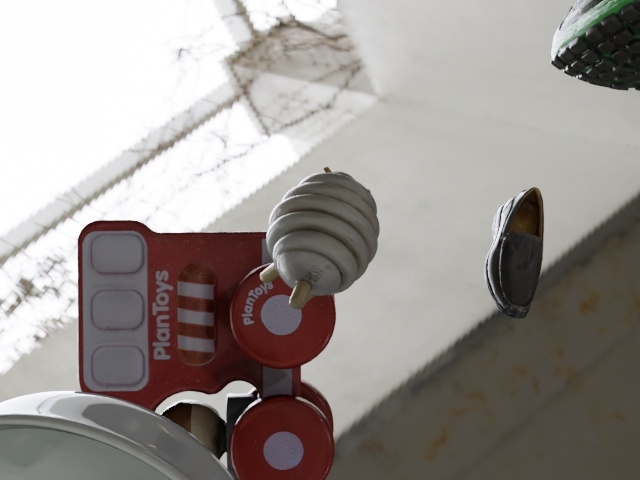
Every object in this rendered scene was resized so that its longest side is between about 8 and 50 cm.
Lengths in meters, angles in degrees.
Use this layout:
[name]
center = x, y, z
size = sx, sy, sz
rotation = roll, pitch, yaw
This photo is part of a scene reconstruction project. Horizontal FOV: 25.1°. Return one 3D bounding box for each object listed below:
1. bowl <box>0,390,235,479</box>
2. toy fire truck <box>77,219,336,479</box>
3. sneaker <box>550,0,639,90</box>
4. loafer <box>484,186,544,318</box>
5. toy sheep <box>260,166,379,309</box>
[bowl]
center = -0.159, 0.216, 1.017
size = 0.297, 0.134, 0.298
rotation = 6, -62, 11
[toy fire truck]
center = -0.112, 0.131, 1.393
size = 0.253, 0.169, 0.302
rotation = 1, -88, 0
[sneaker]
center = 0.325, -0.255, 1.256
size = 0.134, 0.343, 0.146
rotation = 16, -129, -27
[loafer]
center = 0.227, 0.011, 1.650
size = 0.062, 0.061, 0.170
rotation = 16, -129, -13
[toy sheep]
center = 0.000, 0.000, 1.060
size = 0.091, 0.091, 0.132
rotation = 40, -133, -30
